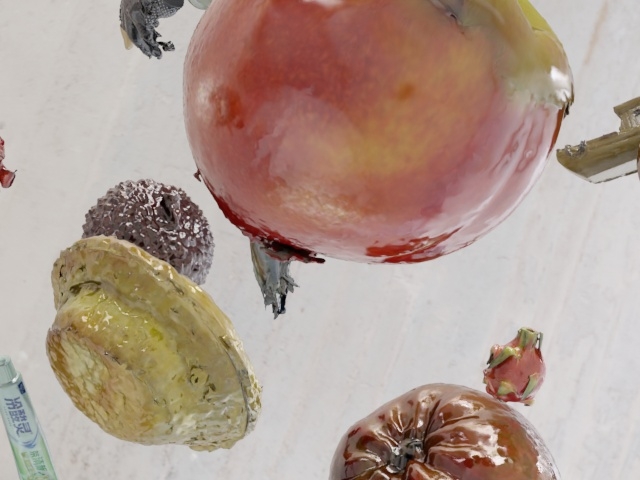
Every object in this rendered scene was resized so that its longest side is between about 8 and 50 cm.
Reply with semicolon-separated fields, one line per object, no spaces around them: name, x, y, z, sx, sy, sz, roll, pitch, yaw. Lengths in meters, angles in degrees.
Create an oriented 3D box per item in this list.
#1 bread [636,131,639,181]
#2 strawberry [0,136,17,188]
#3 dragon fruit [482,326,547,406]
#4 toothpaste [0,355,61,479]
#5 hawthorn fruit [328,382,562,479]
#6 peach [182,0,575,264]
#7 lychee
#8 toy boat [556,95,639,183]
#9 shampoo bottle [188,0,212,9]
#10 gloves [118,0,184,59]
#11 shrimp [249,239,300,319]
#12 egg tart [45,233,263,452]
bread;0.577;-0.144;1.201;0.148;0.270;0.269;-12;102;-31
strawberry;-0.358;-0.063;0.780;0.145;0.145;0.086;-33;88;-21
dragon fruit;0.266;0.167;1.149;0.086;0.081;0.116;9;109;-48
toothpaste;-0.494;0.321;1.425;0.075;0.048;0.296;-13;119;-12
hawthorn fruit;0.213;0.451;1.367;0.403;0.403;0.402;-4;99;-28
peach;0.045;-0.131;0.825;0.370;0.370;0.370;-4;99;-28
lychee;-0.385;0.019;1.893;0.306;0.306;0.330;15;132;-29
toy boat;0.559;-0.192;1.449;0.089;0.321;0.121;16;59;-59
shampoo bottle;-0.226;-0.567;1.612;0.087;0.118;0.234;-10;73;2
gloves;-0.288;-0.368;1.387;0.106;0.181;0.129;8;60;-42
shrimp;0.000;0.000;1.081;0.198;0.051;0.262;6;118;10
egg tart;-0.296;0.197;1.380;0.178;0.443;0.443;-44;116;-39
